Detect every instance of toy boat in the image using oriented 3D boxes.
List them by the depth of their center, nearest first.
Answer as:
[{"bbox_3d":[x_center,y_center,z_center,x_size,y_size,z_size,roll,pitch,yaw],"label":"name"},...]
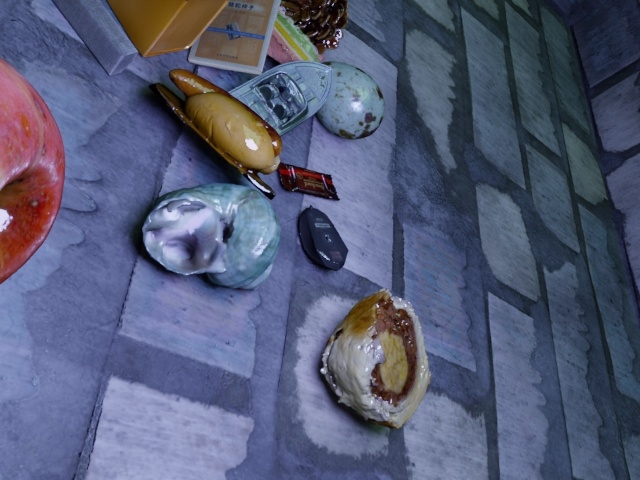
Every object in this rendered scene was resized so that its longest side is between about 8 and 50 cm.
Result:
[{"bbox_3d":[-0.084,-0.325,1.346,0.319,0.092,0.141,-38,95,-30],"label":"toy boat"}]

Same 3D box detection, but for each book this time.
[{"bbox_3d":[-0.192,-0.492,1.354,0.170,0.018,0.242,10,67,0],"label":"book"}]

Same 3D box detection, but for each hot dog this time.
[{"bbox_3d":[-0.183,-0.230,1.154,0.326,0.107,0.194,42,2,-11],"label":"hot dog"}]

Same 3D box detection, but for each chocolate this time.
[{"bbox_3d":[-0.027,-0.136,1.394,0.182,0.028,0.086,4,58,-43],"label":"chocolate"}]

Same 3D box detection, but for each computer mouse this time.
[{"bbox_3d":[0.000,0.000,1.326,0.099,0.057,0.172,1,56,-40],"label":"computer mouse"}]

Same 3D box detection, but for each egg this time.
[{"bbox_3d":[0.061,-0.358,1.495,0.231,0.169,0.169,48,41,13],"label":"egg"}]

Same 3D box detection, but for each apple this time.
[{"bbox_3d":[-0.509,-0.087,0.697,0.363,0.364,0.364,21,55,-33],"label":"apple"}]

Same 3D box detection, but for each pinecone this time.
[{"bbox_3d":[-0.027,-0.599,1.547,0.186,0.168,0.212,51,29,12],"label":"pinecone"}]

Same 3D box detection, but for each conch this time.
[{"bbox_3d":[-0.179,-0.003,1.087,0.220,0.195,0.277,-54,133,-20],"label":"conch"}]

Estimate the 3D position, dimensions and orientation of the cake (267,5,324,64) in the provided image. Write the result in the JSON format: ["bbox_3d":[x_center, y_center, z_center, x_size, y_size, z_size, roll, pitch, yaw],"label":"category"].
[{"bbox_3d":[-0.100,-0.492,1.466,0.225,0.090,0.109,46,45,-7],"label":"cake"}]

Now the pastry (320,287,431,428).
[{"bbox_3d":[0.108,0.243,1.218,0.237,0.170,0.256,65,35,-23],"label":"pastry"}]

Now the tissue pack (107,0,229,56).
[{"bbox_3d":[-0.345,-0.553,1.215,0.145,0.194,0.275,-32,91,-51],"label":"tissue pack"}]

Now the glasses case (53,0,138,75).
[{"bbox_3d":[-0.441,-0.426,1.140,0.205,0.070,0.047,53,40,-6],"label":"glasses case"}]
